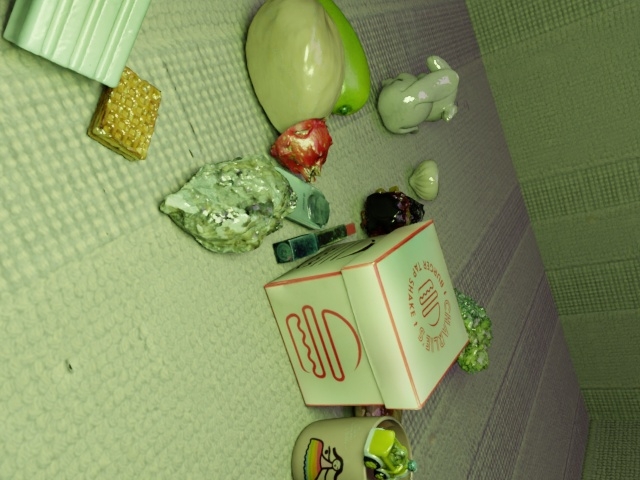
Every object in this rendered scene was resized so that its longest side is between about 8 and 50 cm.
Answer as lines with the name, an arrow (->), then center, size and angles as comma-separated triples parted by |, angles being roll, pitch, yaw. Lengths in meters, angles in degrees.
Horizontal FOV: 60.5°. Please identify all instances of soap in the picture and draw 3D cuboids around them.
soap -> -0.346, -0.391, 0.832 | 0.159, 0.087, 0.266 | 15, 103, -52

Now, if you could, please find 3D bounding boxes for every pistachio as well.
pistachio -> -0.055, -0.396, 1.262 | 0.225, 0.208, 0.332 | -8, 105, -12

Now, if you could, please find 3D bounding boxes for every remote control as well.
remote control -> -0.063, -0.094, 1.276 | 0.247, 0.052, 0.104 | 25, 62, -49

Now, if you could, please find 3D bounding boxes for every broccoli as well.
broccoli -> 0.324, 0.245, 1.539 | 0.338, 0.277, 0.318 | -28, 123, -45

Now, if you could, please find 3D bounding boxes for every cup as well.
cup -> 0.060, 0.498, 1.140 | 0.191, 0.200, 0.253 | 26, 59, -47

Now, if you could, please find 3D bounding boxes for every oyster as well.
oyster -> -0.165, -0.068, 1.070 | 0.267, 0.112, 0.199 | -43, 109, -38

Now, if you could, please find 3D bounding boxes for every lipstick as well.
lipstick -> 0.000, 0.000, 1.339 | 0.312, 0.051, 0.051 | -18, 93, -57

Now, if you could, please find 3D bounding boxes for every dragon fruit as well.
dragon fruit -> -0.022, -0.196, 1.252 | 0.153, 0.153, 0.111 | -16, 70, -55

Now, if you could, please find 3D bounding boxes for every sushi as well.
sushi -> 0.189, -0.067, 1.533 | 0.172, 0.153, 0.150 | -68, 157, -12

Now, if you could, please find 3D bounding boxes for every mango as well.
mango -> 0.026, -0.493, 1.430 | 0.192, 0.155, 0.343 | -26, 99, -56

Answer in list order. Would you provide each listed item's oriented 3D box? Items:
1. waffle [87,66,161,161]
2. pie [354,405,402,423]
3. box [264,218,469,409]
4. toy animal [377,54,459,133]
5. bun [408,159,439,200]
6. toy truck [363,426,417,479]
waffle -> -0.333, -0.219, 0.947 | 0.102, 0.042, 0.148 | 34, 54, -46
pie -> 0.144, 0.455, 1.370 | 0.205, 0.084, 0.179 | 35, 53, -48
box -> 0.111, 0.163, 1.225 | 0.314, 0.299, 0.313 | -29, 104, -53
toy animal -> 0.300, -0.444, 1.746 | 0.264, 0.272, 0.206 | -20, 71, -42
bun -> 0.343, -0.202, 1.838 | 0.138, 0.094, 0.138 | 180, -90, -90
toy truck -> 0.135, 0.406, 1.032 | 0.111, 0.076, 0.076 | 56, 41, -27
